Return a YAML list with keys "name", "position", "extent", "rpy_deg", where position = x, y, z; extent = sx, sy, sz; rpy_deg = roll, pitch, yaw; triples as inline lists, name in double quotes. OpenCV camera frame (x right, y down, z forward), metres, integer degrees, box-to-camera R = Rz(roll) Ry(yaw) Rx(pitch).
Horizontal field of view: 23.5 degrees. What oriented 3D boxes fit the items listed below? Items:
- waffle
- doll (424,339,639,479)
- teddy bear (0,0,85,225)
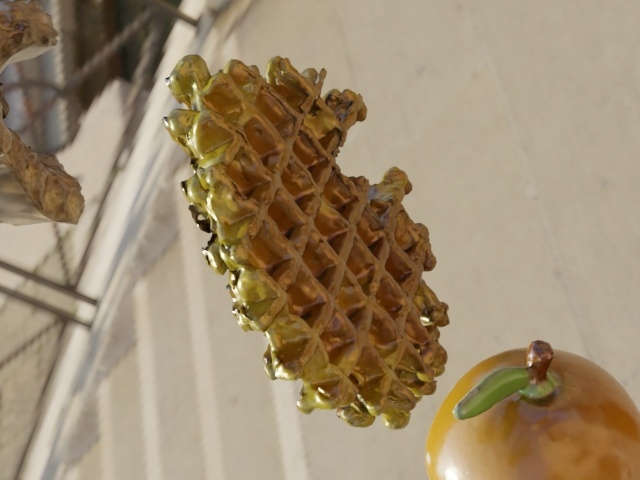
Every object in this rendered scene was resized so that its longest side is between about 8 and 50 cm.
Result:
- name: "waffle"
  position: [0.000, 0.000, 0.921]
  extent: [0.051, 0.228, 0.232]
  rpy_deg: [-24, 69, 28]
- name: "doll"
  position: [0.205, 0.180, 1.444]
  extent: [0.213, 0.213, 0.236]
  rpy_deg: [-106, 6, -47]
- name: "teddy bear"
  position: [-0.311, -0.122, 1.146]
  extent: [0.246, 0.296, 0.223]
  rpy_deg: [-12, 78, 4]
